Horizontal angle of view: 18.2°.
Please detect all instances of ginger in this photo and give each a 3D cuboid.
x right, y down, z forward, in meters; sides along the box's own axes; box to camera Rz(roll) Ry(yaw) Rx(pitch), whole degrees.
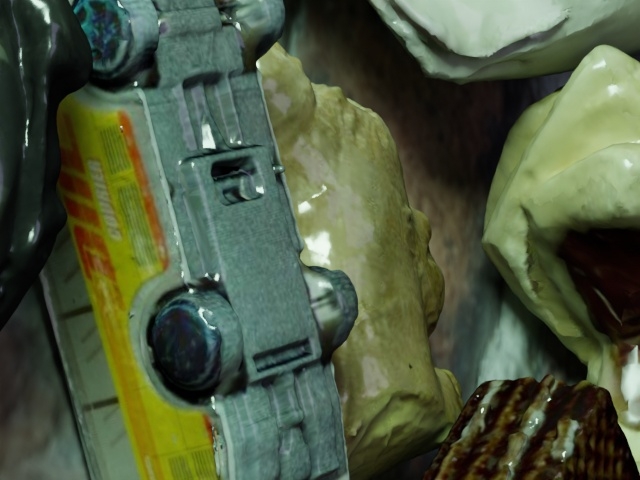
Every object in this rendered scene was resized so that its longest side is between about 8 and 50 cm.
[{"bbox_3d":[0.003,0.001,0.893,0.137,0.074,0.213,-7,78,-59],"label":"ginger"}]

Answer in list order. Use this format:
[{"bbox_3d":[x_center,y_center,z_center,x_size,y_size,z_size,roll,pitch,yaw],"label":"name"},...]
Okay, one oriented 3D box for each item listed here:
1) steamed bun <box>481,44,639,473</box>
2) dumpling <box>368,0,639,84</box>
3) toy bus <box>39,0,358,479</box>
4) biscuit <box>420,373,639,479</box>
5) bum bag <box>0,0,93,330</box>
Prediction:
[{"bbox_3d":[0.235,0.105,1.026,0.428,0.247,0.189,34,39,-21],"label":"steamed bun"},{"bbox_3d":[0.119,-0.214,1.023,0.341,0.181,0.260,-28,75,-15],"label":"dumpling"},{"bbox_3d":[-0.064,-0.016,0.792,0.092,0.106,0.268,-15,91,-52],"label":"toy bus"},{"bbox_3d":[0.116,0.188,0.918,0.106,0.070,0.252,-53,132,-41],"label":"biscuit"},{"bbox_3d":[-0.176,0.038,0.645,0.144,0.095,0.340,96,20,-46],"label":"bum bag"}]
